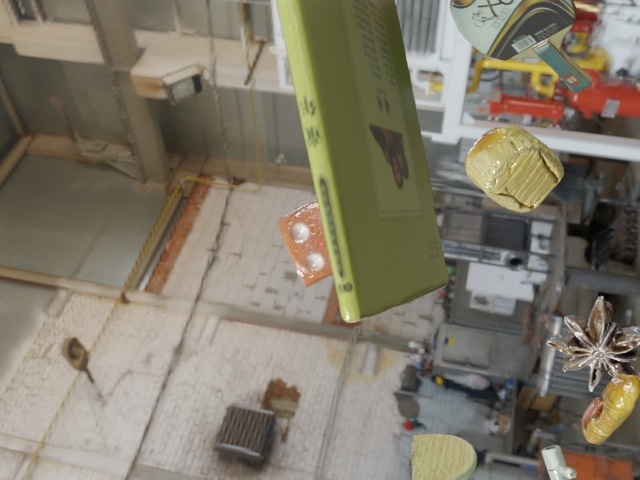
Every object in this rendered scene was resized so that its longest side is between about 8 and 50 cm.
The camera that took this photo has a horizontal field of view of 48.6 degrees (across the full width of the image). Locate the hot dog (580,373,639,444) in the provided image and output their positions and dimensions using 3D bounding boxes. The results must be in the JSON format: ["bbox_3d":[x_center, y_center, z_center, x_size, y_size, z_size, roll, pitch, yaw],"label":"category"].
[{"bbox_3d":[0.419,0.253,1.044,0.215,0.047,0.066,76,-149,-60],"label":"hot dog"}]

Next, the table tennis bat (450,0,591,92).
[{"bbox_3d":[0.333,-0.332,1.127,0.301,0.173,0.022,34,-127,-30],"label":"table tennis bat"}]

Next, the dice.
[{"bbox_3d":[0.000,0.000,1.710,0.179,0.174,0.175,63,179,0],"label":"dice"}]

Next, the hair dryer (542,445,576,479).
[{"bbox_3d":[0.571,0.536,1.677,0.137,0.047,0.082,84,170,-81],"label":"hair dryer"}]

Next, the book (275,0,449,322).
[{"bbox_3d":[0.029,-0.124,0.555,0.239,0.035,0.352,-4,-97,-68],"label":"book"}]

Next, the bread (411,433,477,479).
[{"bbox_3d":[0.211,0.380,1.205,0.193,0.112,0.036,-61,-42,-76],"label":"bread"}]

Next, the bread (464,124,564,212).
[{"bbox_3d":[0.361,-0.138,1.332,0.140,0.106,0.236,-50,-33,16],"label":"bread"}]

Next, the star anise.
[{"bbox_3d":[0.588,0.226,1.457,0.231,0.209,0.089,54,-136,-13],"label":"star anise"}]
